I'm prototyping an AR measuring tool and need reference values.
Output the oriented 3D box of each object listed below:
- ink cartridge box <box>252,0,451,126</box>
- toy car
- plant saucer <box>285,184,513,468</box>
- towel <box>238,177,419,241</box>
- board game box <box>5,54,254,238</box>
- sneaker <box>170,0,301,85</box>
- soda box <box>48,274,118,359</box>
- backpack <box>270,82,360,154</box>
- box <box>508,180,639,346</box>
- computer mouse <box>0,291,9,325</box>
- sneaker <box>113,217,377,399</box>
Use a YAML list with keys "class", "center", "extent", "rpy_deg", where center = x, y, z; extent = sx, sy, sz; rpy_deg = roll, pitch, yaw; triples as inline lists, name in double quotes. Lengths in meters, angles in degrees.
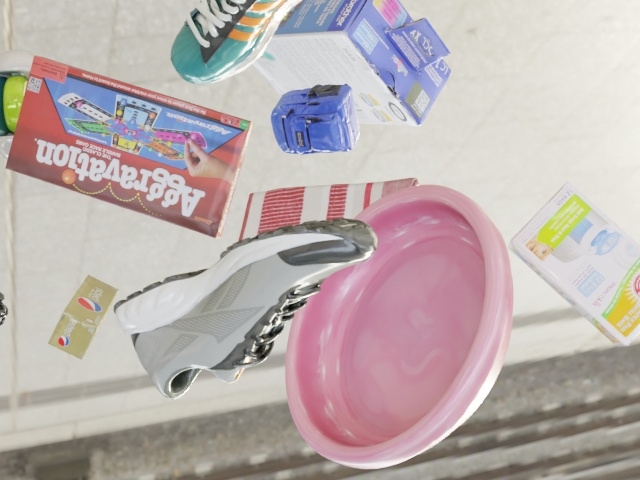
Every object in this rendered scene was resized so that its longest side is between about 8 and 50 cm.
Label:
- class: "ink cartridge box"
  center: [0.058, -0.354, 2.129]
  extent: [0.395, 0.151, 0.270]
  rpy_deg: [11, 153, 47]
- class: "toy car"
  center: [-0.468, -0.193, 1.634]
  extent: [0.136, 0.159, 0.182]
  rpy_deg: [-1, -179, -11]
- class: "plant saucer"
  center: [0.096, 0.102, 1.270]
  extent: [0.084, 0.332, 0.332]
  rpy_deg: [28, 137, -35]
- class: "towel"
  center: [0.000, 0.000, 1.930]
  extent: [0.328, 0.237, 0.037]
  rpy_deg: [-3, 147, 24]
- class: "board game box"
  center: [-0.231, -0.113, 1.337]
  extent: [0.281, 0.145, 0.027]
  rpy_deg: [18, -172, 10]
- class: "sneaker"
  center: [-0.090, -0.304, 1.329]
  extent: [0.302, 0.108, 0.121]
  rpy_deg: [-40, 156, 24]
- class: "soda box"
  center: [-0.364, 0.116, 1.729]
  extent: [0.058, 0.061, 0.181]
  rpy_deg: [26, -166, -8]
- class: "backpack"
  center: [-0.014, -0.177, 1.659]
  extent: [0.120, 0.098, 0.101]
  rpy_deg: [1, -152, 19]
- class: "box"
  center: [0.364, 0.034, 1.491]
  extent: [0.114, 0.203, 0.103]
  rpy_deg: [-46, 171, 1]
- class: "computer mouse"
  center: [-0.569, 0.049, 1.503]
  extent: [0.272, 0.188, 0.072]
  rpy_deg: [25, 102, -47]
- class: "sneaker"
  center: [-0.057, 0.056, 0.964]
  extent: [0.271, 0.108, 0.100]
  rpy_deg: [-27, 170, 32]
